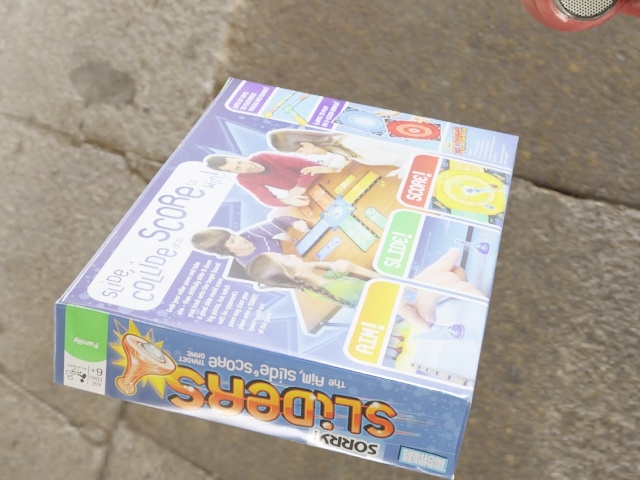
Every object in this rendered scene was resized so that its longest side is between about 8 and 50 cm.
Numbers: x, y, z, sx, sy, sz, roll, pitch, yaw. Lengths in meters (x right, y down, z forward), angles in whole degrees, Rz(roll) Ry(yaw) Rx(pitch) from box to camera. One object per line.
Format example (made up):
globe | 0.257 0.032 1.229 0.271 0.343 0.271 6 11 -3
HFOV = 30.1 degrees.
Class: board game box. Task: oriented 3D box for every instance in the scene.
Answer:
board game box | 0.000 0.000 0.458 0.136 0.201 0.035 13 121 8

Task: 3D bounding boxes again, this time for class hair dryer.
hair dryer | 0.243 -0.169 0.897 0.293 0.223 0.080 39 108 39
